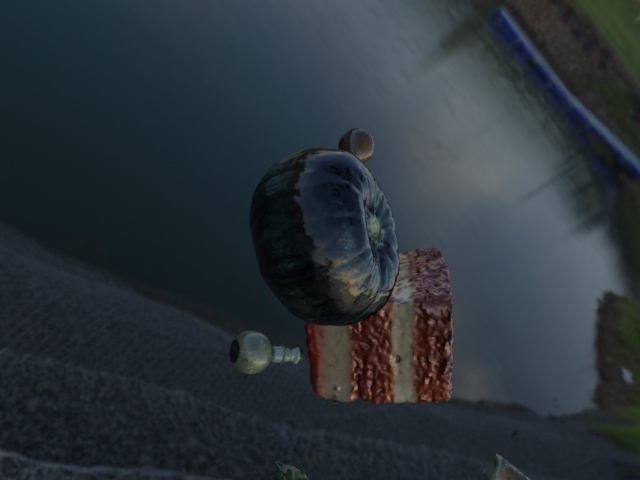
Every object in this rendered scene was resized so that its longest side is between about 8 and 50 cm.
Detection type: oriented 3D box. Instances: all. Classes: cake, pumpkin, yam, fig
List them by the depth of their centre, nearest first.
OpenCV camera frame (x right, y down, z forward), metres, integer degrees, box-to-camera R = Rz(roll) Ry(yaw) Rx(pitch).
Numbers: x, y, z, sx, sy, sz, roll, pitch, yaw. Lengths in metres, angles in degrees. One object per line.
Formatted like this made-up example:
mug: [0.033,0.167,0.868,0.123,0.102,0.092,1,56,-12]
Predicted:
pumpkin: [0.000,0.000,1.560,0.315,0.239,0.315,50,31,-46]
yam: [0.418,0.505,1.574,0.357,0.081,0.081,39,24,-4]
cake: [0.133,0.185,2.013,0.270,0.320,0.269,-79,167,-65]
fig: [0.080,-0.206,2.102,0.089,0.089,0.125,46,26,-16]

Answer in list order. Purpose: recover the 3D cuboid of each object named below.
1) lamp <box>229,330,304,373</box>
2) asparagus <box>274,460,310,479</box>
lamp: [-0.109,0.239,1.923,0.163,0.091,0.091,6,46,-27]
asparagus: [0.030,0.516,1.589,0.343,0.082,0.085,37,-18,34]
